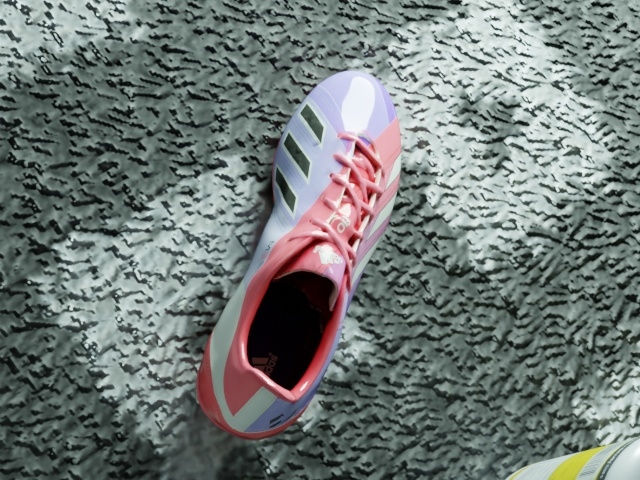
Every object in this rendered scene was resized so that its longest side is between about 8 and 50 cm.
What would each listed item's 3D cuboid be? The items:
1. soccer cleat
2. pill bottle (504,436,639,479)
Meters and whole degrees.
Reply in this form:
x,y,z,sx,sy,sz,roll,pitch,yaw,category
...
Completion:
x,y,z,sx,sy,sz,roll,pitch,yaw,category
0.000,0.000,0.798,0.083,0.095,0.248,29,65,-13,soccer cleat
0.150,0.168,0.759,0.103,0.184,0.103,7,71,-21,pill bottle
